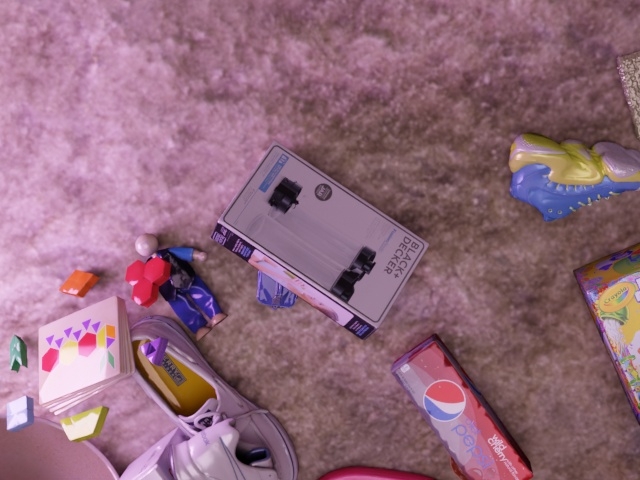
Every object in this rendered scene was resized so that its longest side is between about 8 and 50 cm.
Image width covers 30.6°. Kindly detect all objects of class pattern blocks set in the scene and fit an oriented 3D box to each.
[{"bbox_3d":[-0.367,0.175,1.832,0.325,0.026,0.285,-15,62,29],"label":"pattern blocks set"}]

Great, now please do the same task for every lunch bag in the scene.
[{"bbox_3d":[-0.065,0.061,1.849,0.067,0.065,0.098,6,99,4],"label":"lunch bag"}]

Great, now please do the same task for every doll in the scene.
[{"bbox_3d":[-0.226,0.063,1.873,0.129,0.046,0.189,-41,87,19],"label":"doll"}]

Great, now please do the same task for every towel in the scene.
[{"bbox_3d":[0.516,-0.224,1.775,0.110,0.027,0.148,-19,98,8],"label":"towel"}]

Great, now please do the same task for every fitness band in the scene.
[{"bbox_3d":[0.102,0.478,1.908,0.291,0.054,0.209,7,99,2],"label":"fitness band"}]

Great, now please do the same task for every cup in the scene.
[{"bbox_3d":[-0.497,0.476,1.854,0.331,0.331,0.237,31,124,-1],"label":"cup"}]

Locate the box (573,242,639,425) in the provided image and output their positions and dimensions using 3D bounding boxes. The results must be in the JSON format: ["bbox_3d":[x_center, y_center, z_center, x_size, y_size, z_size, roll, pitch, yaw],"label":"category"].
[{"bbox_3d":[0.573,0.127,1.750,0.290,0.177,0.279,-23,97,9],"label":"box"}]

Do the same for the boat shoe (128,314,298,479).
[{"bbox_3d":[-0.178,0.276,1.847,0.136,0.156,0.367,-39,94,10],"label":"boat shoe"}]

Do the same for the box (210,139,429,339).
[{"bbox_3d":[0.000,0.000,1.789,0.290,0.087,0.169,35,68,-1],"label":"box"}]

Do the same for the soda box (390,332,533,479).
[{"bbox_3d":[0.223,0.279,1.841,0.092,0.083,0.263,-36,90,8],"label":"soda box"}]

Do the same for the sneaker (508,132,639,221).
[{"bbox_3d":[0.399,-0.087,1.789,0.240,0.091,0.126,13,118,2],"label":"sneaker"}]

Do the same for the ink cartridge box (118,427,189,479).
[{"bbox_3d":[-0.200,0.462,1.853,0.117,0.207,0.283,-36,94,7],"label":"ink cartridge box"}]

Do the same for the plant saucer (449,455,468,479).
[{"bbox_3d":[0.251,0.353,1.896,0.083,0.013,0.083,1,98,4],"label":"plant saucer"}]

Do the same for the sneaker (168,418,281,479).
[{"bbox_3d":[-0.104,0.392,1.801,0.129,0.111,0.297,-35,123,6],"label":"sneaker"}]
